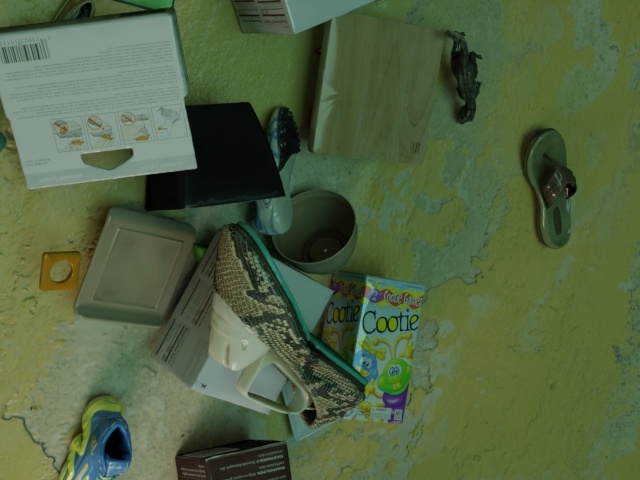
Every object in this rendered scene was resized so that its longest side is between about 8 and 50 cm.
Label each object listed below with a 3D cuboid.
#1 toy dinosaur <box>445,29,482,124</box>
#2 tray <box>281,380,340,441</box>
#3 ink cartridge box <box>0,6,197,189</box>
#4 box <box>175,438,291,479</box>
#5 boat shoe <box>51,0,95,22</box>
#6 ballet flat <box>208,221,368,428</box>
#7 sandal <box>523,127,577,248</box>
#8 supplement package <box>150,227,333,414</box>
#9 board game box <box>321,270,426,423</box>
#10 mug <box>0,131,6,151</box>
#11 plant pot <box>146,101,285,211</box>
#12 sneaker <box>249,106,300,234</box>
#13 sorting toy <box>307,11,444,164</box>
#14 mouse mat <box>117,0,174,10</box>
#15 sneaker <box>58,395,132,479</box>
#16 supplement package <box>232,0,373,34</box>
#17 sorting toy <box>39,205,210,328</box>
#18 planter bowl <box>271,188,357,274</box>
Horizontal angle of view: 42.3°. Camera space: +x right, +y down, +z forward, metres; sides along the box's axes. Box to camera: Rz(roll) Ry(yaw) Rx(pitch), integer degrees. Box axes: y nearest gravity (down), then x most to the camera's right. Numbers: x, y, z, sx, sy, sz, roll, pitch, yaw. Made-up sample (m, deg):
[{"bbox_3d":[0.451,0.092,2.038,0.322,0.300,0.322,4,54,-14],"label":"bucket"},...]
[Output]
[{"bbox_3d":[0.288,-0.354,1.662,0.268,0.064,0.118,64,28,-50],"label":"toy dinosaur"},{"bbox_3d":[0.041,0.301,1.738,0.270,0.030,0.145,-23,113,-24],"label":"tray"},{"bbox_3d":[-0.335,-0.213,1.253,0.275,0.060,0.239,-7,117,-1],"label":"ink cartridge box"},{"bbox_3d":[-0.157,0.489,1.551,0.167,0.168,0.203,-5,82,-31],"label":"box"},{"bbox_3d":[-0.404,-0.292,1.278,0.068,0.072,0.190,22,91,-34],"label":"boat shoe"},{"bbox_3d":[-0.076,0.179,1.366,0.182,0.164,0.483,-41,134,-8],"label":"ballet flat"},{"bbox_3d":[0.548,-0.118,1.899,0.120,0.086,0.303,-29,116,-22],"label":"sandal"},{"bbox_3d":[-0.139,0.150,1.498,0.204,0.145,0.262,31,87,-45],"label":"supplement package"},{"bbox_3d":[0.093,0.208,1.647,0.142,0.144,0.275,11,87,-27],"label":"board game box"},{"bbox_3d":[-0.545,-0.098,1.230,0.129,0.097,0.158,12,97,-33],"label":"mug"},{"bbox_3d":[-0.189,-0.142,1.395,0.187,0.188,0.167,-10,97,-29],"label":"plant pot"},{"bbox_3d":[-0.090,-0.129,1.517,0.085,0.086,0.237,11,84,-63],"label":"sneaker"},{"bbox_3d":[0.091,-0.287,1.573,0.255,0.089,0.257,2,102,-32],"label":"sorting toy"},{"bbox_3d":[-0.313,-0.460,1.329,0.189,0.007,0.153,8,99,-32],"label":"mouse mat"},{"bbox_3d":[-0.391,0.399,1.443,0.091,0.126,0.240,7,99,-32],"label":"sneaker"},{"bbox_3d":[-0.048,-0.499,1.364,0.199,0.198,0.263,-29,116,-23],"label":"supplement package"},{"bbox_3d":[-0.323,0.046,1.421,0.347,0.047,0.196,15,98,-46],"label":"sorting toy"},{"bbox_3d":[0.000,0.000,1.569,0.162,0.162,0.109,-45,147,-13],"label":"planter bowl"}]
